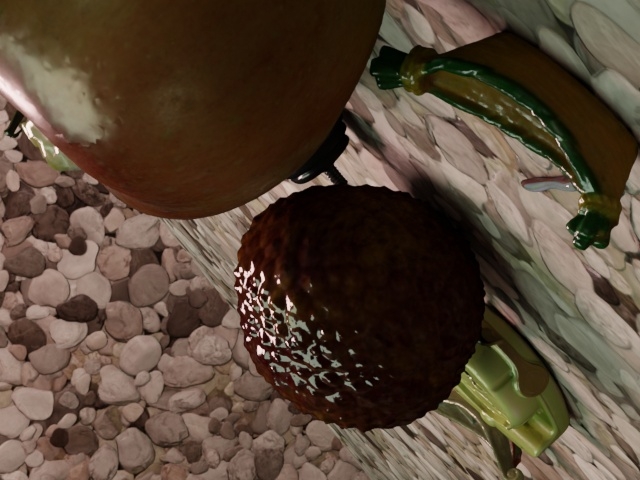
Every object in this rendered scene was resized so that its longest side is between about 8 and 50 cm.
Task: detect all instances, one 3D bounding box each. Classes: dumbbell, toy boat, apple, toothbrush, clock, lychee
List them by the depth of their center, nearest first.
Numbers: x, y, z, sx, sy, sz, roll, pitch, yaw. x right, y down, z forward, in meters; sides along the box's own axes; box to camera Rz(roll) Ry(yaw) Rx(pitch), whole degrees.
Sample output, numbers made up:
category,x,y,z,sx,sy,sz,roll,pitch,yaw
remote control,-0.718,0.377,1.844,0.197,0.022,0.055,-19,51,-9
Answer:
category,x,y,z,sx,sy,sz,roll,pitch,yaw
toy boat,0.137,-0.083,1.321,0.229,0.088,0.089,43,170,29
apple,-0.108,-0.196,1.356,0.338,0.305,0.338,41,176,3
toothbrush,0.193,-0.043,1.463,0.019,0.013,0.193,41,172,-13
lychee,0.036,0.065,1.893,0.260,0.260,0.260,47,171,10
dumbbell,-0.042,-0.133,1.922,0.208,0.099,0.099,49,171,-14
clock,0.184,0.133,2.070,0.170,0.069,0.232,42,169,36
toy boat,0.208,0.231,2.371,0.185,0.071,0.089,43,170,34

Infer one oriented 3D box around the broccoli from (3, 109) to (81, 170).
category,x,y,z,sx,sy,sz,roll,pitch,yaw
broccoli,-0.168,-0.175,1.756,0.321,0.283,0.304,48,142,-8
